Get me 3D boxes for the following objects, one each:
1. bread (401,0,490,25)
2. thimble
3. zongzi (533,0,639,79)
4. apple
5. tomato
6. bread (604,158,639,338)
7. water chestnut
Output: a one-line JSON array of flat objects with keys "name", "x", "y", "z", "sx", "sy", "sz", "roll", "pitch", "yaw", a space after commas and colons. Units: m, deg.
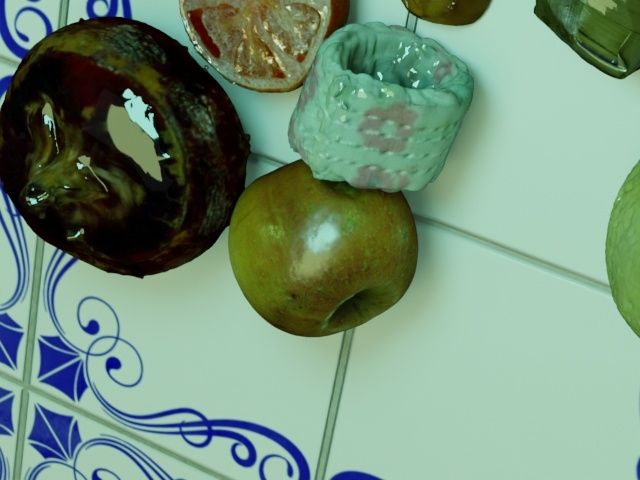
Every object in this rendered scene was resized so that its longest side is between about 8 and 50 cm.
[{"name": "bread", "x": 0.142, "y": -0.315, "z": 1.863, "sx": 0.126, "sy": 0.044, "sz": 0.129, "roll": 19, "pitch": 120, "yaw": 24}, {"name": "thimble", "x": 0.064, "y": -0.154, "z": 1.869, "sx": 0.185, "sy": 0.211, "sz": 0.149, "roll": 39, "pitch": 126, "yaw": 26}, {"name": "zongzi", "x": 0.299, "y": -0.360, "z": 1.709, "sx": 0.300, "sy": 0.138, "sz": 0.286, "roll": 46, "pitch": 121, "yaw": 16}, {"name": "apple", "x": 0.000, "y": 0.000, "z": 1.961, "sx": 0.237, "sy": 0.237, "sz": 0.207, "roll": -39, "pitch": 63, "yaw": 35}, {"name": "tomato", "x": -0.060, "y": -0.302, "z": 1.953, "sx": 0.237, "sy": 0.095, "sz": 0.236, "roll": 14, "pitch": 118, "yaw": 28}, {"name": "bread", "x": 0.450, "y": -0.004, "z": 1.653, "sx": 0.320, "sy": 0.320, "sz": 0.237, "roll": -28, "pitch": 112, "yaw": 34}, {"name": "water chestnut", "x": -0.264, "y": -0.100, "z": 2.019, "sx": 0.350, "sy": 0.302, "sz": 0.350, "roll": 11, "pitch": 114, "yaw": 26}]
